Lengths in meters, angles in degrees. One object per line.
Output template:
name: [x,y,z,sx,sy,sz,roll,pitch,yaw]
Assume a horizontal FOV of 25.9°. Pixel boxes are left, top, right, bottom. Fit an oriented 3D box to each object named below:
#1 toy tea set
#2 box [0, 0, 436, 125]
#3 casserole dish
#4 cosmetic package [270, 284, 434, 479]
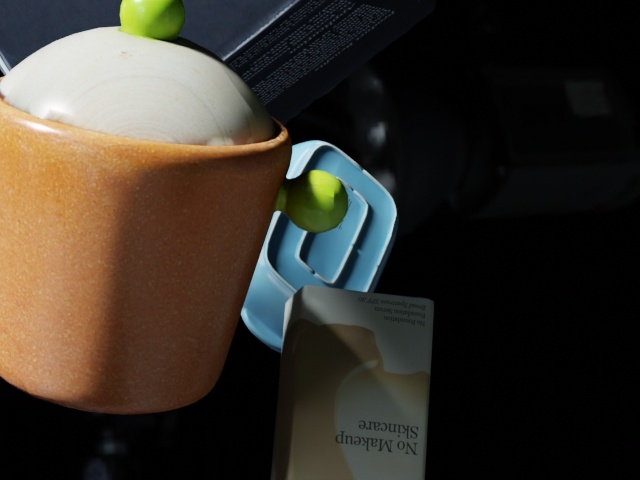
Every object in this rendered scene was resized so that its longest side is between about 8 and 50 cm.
toy tea set: [-0.163,-0.035,0.420,0.336,0.124,0.200,1,18,-32]
box: [-0.169,-0.349,1.366,0.297,0.480,0.472,-35,-3,15]
casserole dish: [0.000,0.000,0.988,0.114,0.188,0.037,40,-46,-14]
cosmetic package: [0.012,0.080,0.582,0.060,0.115,0.041,6,-15,-11]
